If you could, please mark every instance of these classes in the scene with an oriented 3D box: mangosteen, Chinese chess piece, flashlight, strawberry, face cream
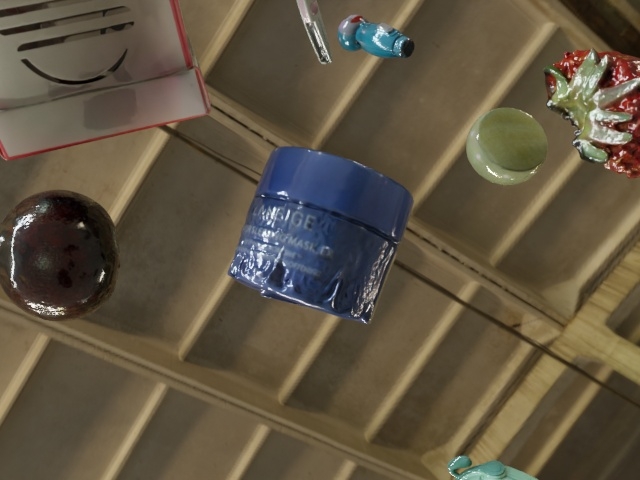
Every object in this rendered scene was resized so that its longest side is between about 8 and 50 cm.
[{"bbox_3d":[-0.426,0.022,0.926,0.216,0.216,0.215,-5,-73,-16],"label":"mangosteen"},{"bbox_3d":[0.336,-0.170,1.062,0.144,0.058,0.143,3,-112,-7],"label":"Chinese chess piece"},{"bbox_3d":[0.074,-0.270,0.790,0.051,0.129,0.051,-25,-49,-32],"label":"flashlight"},{"bbox_3d":[0.497,-0.205,0.893,0.307,0.233,0.137,-1,-39,-29],"label":"strawberry"},{"bbox_3d":[0.000,0.000,0.936,0.249,0.249,0.224,21,-98,-21],"label":"face cream"}]

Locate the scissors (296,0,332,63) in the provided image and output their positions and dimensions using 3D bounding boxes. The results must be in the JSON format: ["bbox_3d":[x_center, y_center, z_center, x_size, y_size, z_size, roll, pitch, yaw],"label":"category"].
[{"bbox_3d":[-0.017,-0.309,0.769,0.085,0.022,0.176,-53,-40,-29],"label":"scissors"}]

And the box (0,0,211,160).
[{"bbox_3d":[-0.373,-0.350,0.901,0.315,0.312,0.299,-15,-51,-9],"label":"box"}]

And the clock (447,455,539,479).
[{"bbox_3d":[0.273,0.423,0.921,0.189,0.060,0.148,24,-62,15],"label":"clock"}]
